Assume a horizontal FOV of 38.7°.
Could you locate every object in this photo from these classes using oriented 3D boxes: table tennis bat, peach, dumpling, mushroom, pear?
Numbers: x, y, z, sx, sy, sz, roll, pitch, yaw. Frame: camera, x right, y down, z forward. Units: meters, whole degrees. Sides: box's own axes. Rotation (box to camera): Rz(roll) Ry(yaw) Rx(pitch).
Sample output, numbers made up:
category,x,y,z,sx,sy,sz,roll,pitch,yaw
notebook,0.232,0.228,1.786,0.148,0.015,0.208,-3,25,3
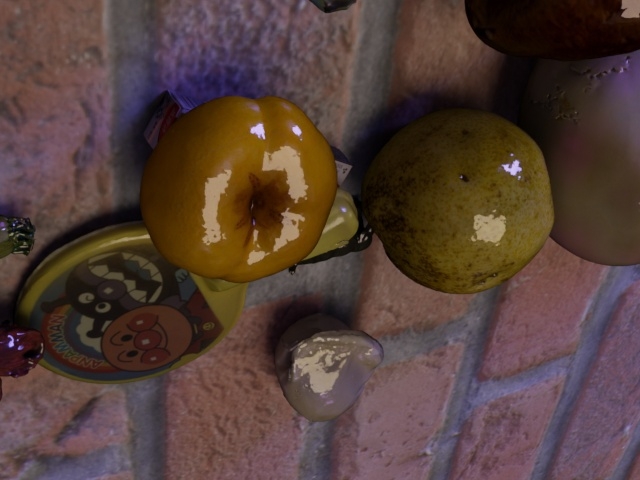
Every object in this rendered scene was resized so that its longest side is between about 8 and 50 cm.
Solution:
category,x,y,z,sx,sy,sz,roll,pitch,yaw
table tennis bat,-0.130,0.044,0.932,0.369,0.054,0.224,-24,137,0
peach,-0.069,-0.045,0.806,0.179,0.103,0.179,-13,122,-22
dumpling,0.010,0.152,1.110,0.136,0.118,0.199,-20,157,-15
mushroom,0.267,-0.279,0.792,0.267,0.267,0.254,-9,122,-28
pear,0.138,-0.038,0.957,0.197,0.197,0.197,-19,136,-19

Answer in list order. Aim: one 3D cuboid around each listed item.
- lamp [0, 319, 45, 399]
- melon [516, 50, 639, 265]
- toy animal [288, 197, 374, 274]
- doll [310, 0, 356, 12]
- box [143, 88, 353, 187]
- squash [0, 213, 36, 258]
category,x,y,z,sx,sy,sz,roll,pitch,yaw
lamp,-0.371,0.141,0.817,0.215,0.151,0.223,55,55,-75
melon,0.326,-0.108,0.996,0.223,0.223,0.317,-28,142,-9
toy animal,0.000,0.000,1.009,0.136,0.047,0.065,-17,144,-28
doll,-0.013,-0.312,0.628,0.177,0.161,0.260,4,125,-38
box,-0.064,-0.088,0.890,0.218,0.039,0.055,16,116,-42
squash,-0.339,0.011,0.786,0.183,0.052,0.052,-17,135,-20
